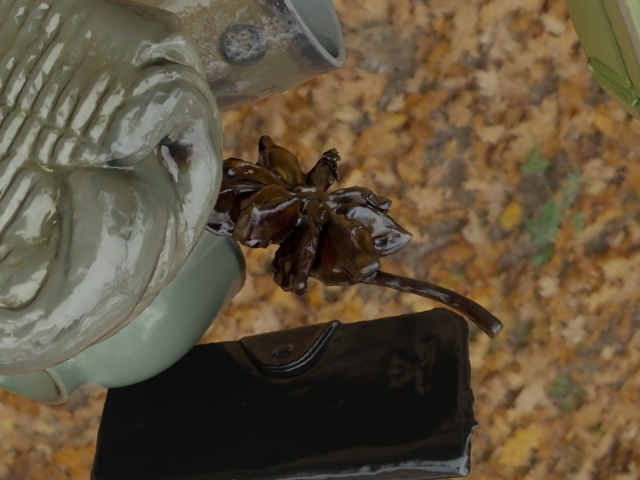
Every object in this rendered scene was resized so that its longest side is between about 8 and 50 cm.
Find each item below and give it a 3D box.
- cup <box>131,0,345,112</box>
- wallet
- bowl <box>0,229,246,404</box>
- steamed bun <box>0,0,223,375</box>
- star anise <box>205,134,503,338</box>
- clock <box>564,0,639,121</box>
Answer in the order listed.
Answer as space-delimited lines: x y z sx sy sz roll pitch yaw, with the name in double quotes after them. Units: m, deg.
-0.137 -0.230 1.287 0.257 0.301 0.227 -22 115 14 "cup"
-0.032 0.162 1.328 0.377 0.197 0.051 -8 135 14 "wallet"
-0.263 0.029 1.284 0.185 0.354 0.354 -62 143 -24 "bowl"
-0.153 -0.032 0.720 0.211 0.218 0.144 -63 159 -12 "steamed bun"
0.002 0.000 0.995 0.177 0.234 0.073 1 119 -33 "star anise"
0.283 -0.213 0.816 0.308 0.096 0.235 -35 132 -4 "clock"
